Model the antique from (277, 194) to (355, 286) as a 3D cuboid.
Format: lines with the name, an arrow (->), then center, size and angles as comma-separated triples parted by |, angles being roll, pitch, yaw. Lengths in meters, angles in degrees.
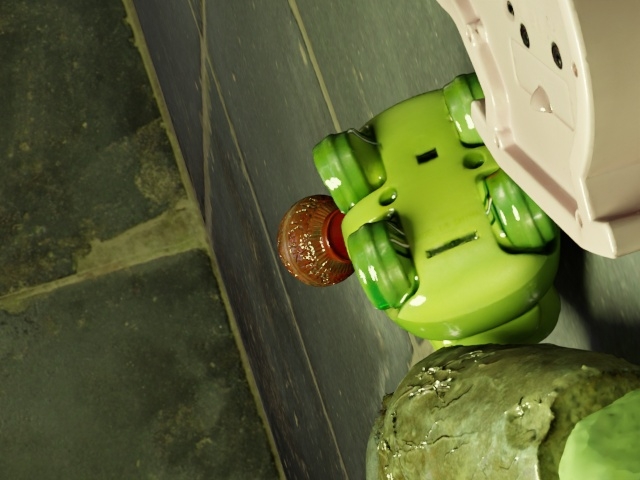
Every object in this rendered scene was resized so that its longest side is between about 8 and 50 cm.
antique -> 0.000, 0.000, 2.084 | 0.104, 0.104, 0.104 | 164, 90, -81

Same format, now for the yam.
yam -> 0.133, 0.137, 1.220 | 0.254, 0.154, 0.154 | -6, 100, 66

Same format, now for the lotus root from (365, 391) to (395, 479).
lotus root -> 0.086, 0.233, 2.039 | 0.088, 0.088, 0.165 | 99, 163, -70

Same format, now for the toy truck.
toy truck -> 0.101, 0.006, 1.356 | 0.187, 0.148, 0.210 | -101, -14, -57

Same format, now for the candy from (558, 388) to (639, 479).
candy -> 0.206, 0.228, 1.035 | 0.142, 0.132, 0.343 | 23, 138, 37

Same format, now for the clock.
clock -> 0.126, -0.159, 1.090 | 0.290, 0.080, 0.275 | -129, 25, -66
